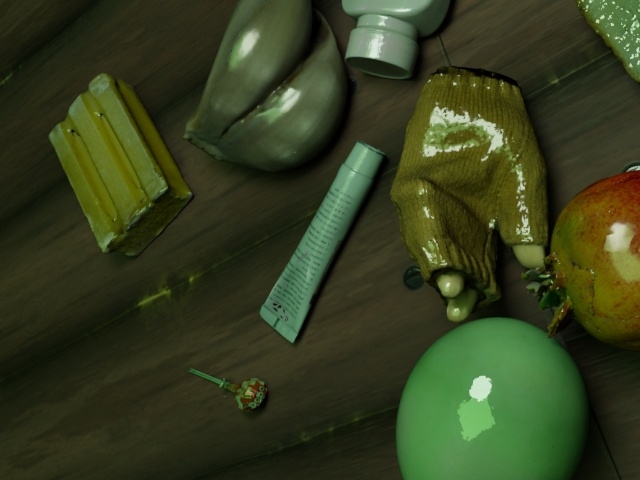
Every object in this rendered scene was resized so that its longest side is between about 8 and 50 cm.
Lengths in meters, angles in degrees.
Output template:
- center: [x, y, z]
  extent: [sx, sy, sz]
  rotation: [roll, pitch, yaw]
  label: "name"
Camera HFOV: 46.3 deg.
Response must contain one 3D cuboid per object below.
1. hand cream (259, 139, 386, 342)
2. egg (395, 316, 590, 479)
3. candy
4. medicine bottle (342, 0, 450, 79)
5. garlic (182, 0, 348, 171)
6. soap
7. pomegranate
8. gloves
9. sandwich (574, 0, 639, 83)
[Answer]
- center: [0.000, 0.000, 1.166]
  extent: [0.085, 0.058, 0.331]
  rotation: [36, 103, 30]
  label: "hand cream"
- center: [0.202, 0.224, 0.903]
  extent: [0.220, 0.220, 0.269]
  rotation: [34, 108, 32]
  label: "egg"
- center: [-0.162, 0.241, 1.256]
  extent: [0.185, 0.049, 0.055]
  rotation: [12, 60, 40]
  label: "candy"
- center: [0.121, -0.398, 1.116]
  extent: [0.161, 0.111, 0.296]
  rotation: [12, 88, 35]
  label: "medicine bottle"
- center: [-0.055, -0.277, 1.200]
  extent: [0.340, 0.231, 0.246]
  rotation: [-65, 11, -10]
  label: "garlic"
- center: [-0.384, -0.146, 1.424]
  extent: [0.199, 0.091, 0.315]
  rotation: [-43, 62, 20]
  label: "soap"
- center: [0.351, 0.029, 0.843]
  extent: [0.235, 0.210, 0.210]
  rotation: [-26, 69, 14]
  label: "pomegranate"
- center: [0.193, -0.062, 0.983]
  extent: [0.203, 0.155, 0.356]
  rotation: [10, 64, -1]
  label: "gloves"
- center: [0.435, -0.300, 0.893]
  extent: [0.215, 0.065, 0.186]
  rotation: [-42, 56, 34]
  label: "sandwich"
